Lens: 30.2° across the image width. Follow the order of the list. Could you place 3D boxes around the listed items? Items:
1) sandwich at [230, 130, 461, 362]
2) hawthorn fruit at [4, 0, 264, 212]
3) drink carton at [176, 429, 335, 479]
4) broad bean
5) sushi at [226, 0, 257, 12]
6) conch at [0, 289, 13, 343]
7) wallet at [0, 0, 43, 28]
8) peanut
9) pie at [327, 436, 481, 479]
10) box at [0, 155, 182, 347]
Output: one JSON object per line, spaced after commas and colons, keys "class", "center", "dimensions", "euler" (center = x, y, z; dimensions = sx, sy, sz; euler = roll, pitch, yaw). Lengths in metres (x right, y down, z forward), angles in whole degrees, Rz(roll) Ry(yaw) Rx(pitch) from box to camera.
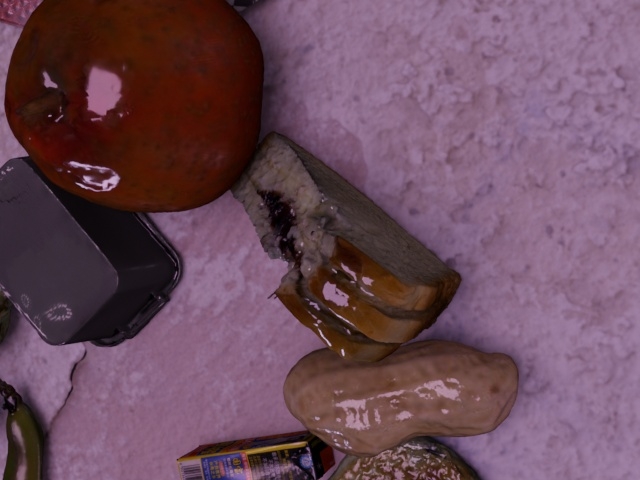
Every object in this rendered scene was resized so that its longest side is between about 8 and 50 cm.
{"class": "sandwich", "center": [0.003, -0.004, 1.214], "dimensions": [0.288, 0.254, 0.100], "euler": [40, 108, 14]}
{"class": "hawthorn fruit", "center": [-0.212, -0.158, 1.242], "dimensions": [0.277, 0.298, 0.277], "euler": [9, 106, 34]}
{"class": "drink carton", "center": [-0.073, 0.256, 1.352], "dimensions": [0.165, 0.071, 0.056], "euler": [-11, 94, 20]}
{"class": "broad bean", "center": [-0.379, 0.321, 1.472], "dimensions": [0.075, 0.067, 0.325], "euler": [5, 94, -12]}
{"class": "sushi", "center": [-0.081, -0.328, 1.337], "dimensions": [0.120, 0.026, 0.126], "euler": [-27, 81, 21]}
{"class": "conch", "center": [-0.460, 0.065, 1.436], "dimensions": [0.181, 0.124, 0.187], "euler": [-5, 56, -15]}
{"class": "wallet", "center": [-0.345, -0.352, 1.427], "dimensions": [0.103, 0.020, 0.196], "euler": [15, 99, 16]}
{"class": "peanut", "center": [0.084, 0.170, 1.268], "dimensions": [0.256, 0.123, 0.124], "euler": [-4, 93, 18]}
{"class": "pie", "center": [0.095, 0.331, 1.310], "dimensions": [0.240, 0.054, 0.241], "euler": [1, 92, 18]}
{"class": "box", "center": [-0.298, 0.008, 1.377], "dimensions": [0.163, 0.135, 0.243], "euler": [-43, 80, 16]}
